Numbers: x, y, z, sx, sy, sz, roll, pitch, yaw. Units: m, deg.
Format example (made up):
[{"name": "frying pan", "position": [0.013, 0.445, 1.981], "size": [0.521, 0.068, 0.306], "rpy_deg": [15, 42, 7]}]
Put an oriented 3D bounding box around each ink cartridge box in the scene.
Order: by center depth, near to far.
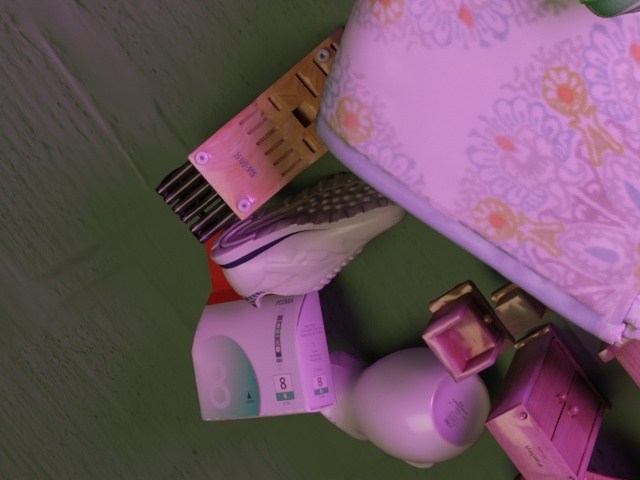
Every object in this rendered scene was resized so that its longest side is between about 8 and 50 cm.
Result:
[{"name": "ink cartridge box", "position": [-0.076, 0.087, 1.982], "size": [0.181, 0.056, 0.224], "rpy_deg": [-11, 90, 46]}]

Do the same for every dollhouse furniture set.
[{"name": "dollhouse furniture set", "position": [0.334, 0.086, 1.685], "size": [0.355, 0.174, 0.303], "rpy_deg": [-33, 100, 27]}]

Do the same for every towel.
[{"name": "towel", "position": [0.188, -0.119, 1.469], "size": [0.374, 0.090, 0.320], "rpy_deg": [35, 131, 14]}]

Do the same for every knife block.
[{"name": "knife block", "position": [-0.054, -0.108, 1.858], "size": [0.276, 0.242, 0.088], "rpy_deg": [-40, 96, 6]}]

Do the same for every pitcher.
[{"name": "pitcher", "position": [0.108, 0.196, 1.945], "size": [0.178, 0.125, 0.207], "rpy_deg": [45, 155, -24]}]

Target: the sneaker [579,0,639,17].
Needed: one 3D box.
[{"name": "sneaker", "position": [0.335, -0.203, 1.276], "size": [0.296, 0.109, 0.123], "rpy_deg": [-14, 105, 6]}]

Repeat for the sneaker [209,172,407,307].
[{"name": "sneaker", "position": [0.000, 0.000, 1.863], "size": [0.235, 0.090, 0.095], "rpy_deg": [-19, 116, 28]}]

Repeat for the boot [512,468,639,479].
[{"name": "boot", "position": [0.315, 0.302, 1.878], "size": [0.248, 0.090, 0.207], "rpy_deg": [25, 163, -7]}]
